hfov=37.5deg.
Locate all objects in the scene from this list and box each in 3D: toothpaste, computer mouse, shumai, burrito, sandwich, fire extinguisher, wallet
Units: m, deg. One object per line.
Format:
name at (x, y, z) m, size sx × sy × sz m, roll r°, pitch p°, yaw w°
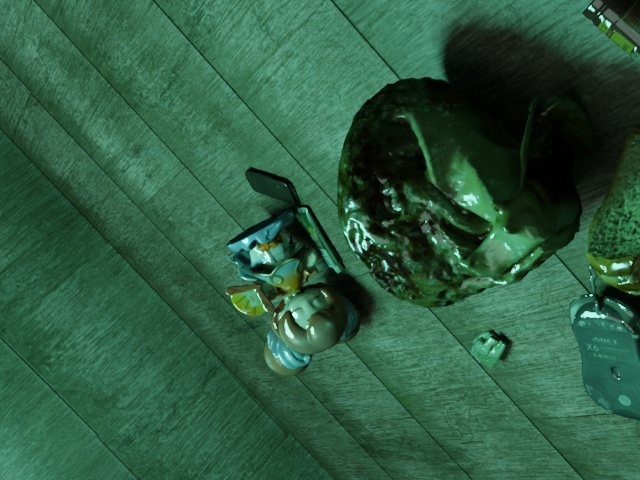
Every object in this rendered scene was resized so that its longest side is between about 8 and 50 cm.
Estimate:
toothpaste at (0.000, 0.000, 2.308) m, size 0.049 × 0.031 × 0.204 m, roll 3°, pitch 131°, yaw 52°
computer mouse at (0.551, 0.181, 1.735) m, size 0.167 × 0.090 × 0.379 m, roll 7°, pitch 130°, yaw 43°
shumai at (0.250, -0.065, 1.492) m, size 0.348 × 0.395 × 0.395 m, roll 8°, pitch 137°, yaw 53°
burrito at (0.376, 0.239, 2.116) m, size 0.074 × 0.044 × 0.118 m, roll 41°, pitch 158°, yaw 15°
sandwich at (0.498, -0.052, 1.258) m, size 0.099 × 0.254 × 0.288 m, roll 32°, pitch 162°, yaw -20°
fire extinguisher at (0.465, -0.250, 1.223) m, size 0.252 × 0.075 × 0.106 m, roll 43°, pitch 154°, yaw 4°
wallet at (-0.119, -0.130, 2.296) m, size 0.156 × 0.018 × 0.082 m, roll 19°, pitch 145°, yaw 41°

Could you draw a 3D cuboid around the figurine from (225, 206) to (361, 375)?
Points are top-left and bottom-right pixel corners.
figurine at (-0.074, 0.134, 2.351) m, size 0.388 × 0.276 × 0.248 m, roll 59°, pitch 170°, yaw -8°
